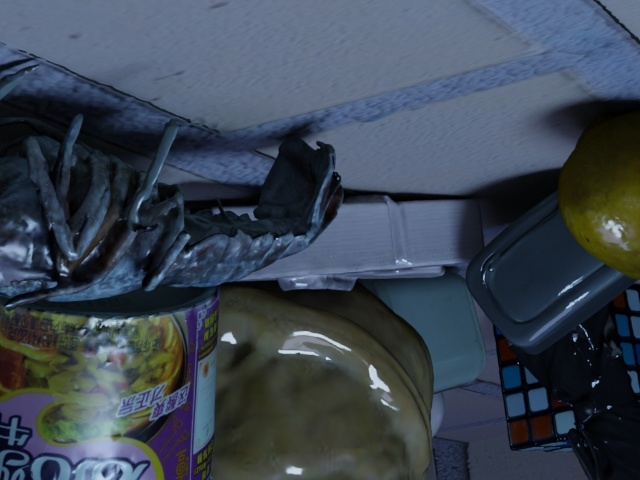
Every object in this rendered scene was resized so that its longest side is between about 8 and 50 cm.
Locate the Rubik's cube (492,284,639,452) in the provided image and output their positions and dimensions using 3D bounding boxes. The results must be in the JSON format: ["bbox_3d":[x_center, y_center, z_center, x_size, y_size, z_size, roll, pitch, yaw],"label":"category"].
[{"bbox_3d":[0.343,0.161,2.379,0.184,0.187,0.182,-21,161,38],"label":"Rubik's cube"}]

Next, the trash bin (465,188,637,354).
[{"bbox_3d":[0.232,0.026,1.808,0.177,0.101,0.236,-39,168,2],"label":"trash bin"}]

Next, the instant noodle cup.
[{"bbox_3d":[-0.217,0.131,1.522,0.340,0.265,0.340,11,-163,-3],"label":"instant noodle cup"}]

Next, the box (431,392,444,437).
[{"bbox_3d":[-0.025,0.244,2.638,0.349,0.141,0.289,3,162,-35],"label":"box"}]

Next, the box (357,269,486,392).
[{"bbox_3d":[0.032,0.127,2.135,0.182,0.175,0.312,-9,171,-38],"label":"box"}]

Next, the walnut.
[{"bbox_3d":[-0.073,0.174,1.839,0.381,0.381,0.381,-7,167,-2],"label":"walnut"}]

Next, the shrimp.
[{"bbox_3d":[-0.149,-0.027,1.382,0.411,0.166,0.221,12,-176,-43],"label":"shrimp"}]

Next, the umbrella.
[{"bbox_3d":[0.282,0.159,1.965,0.106,0.357,0.113,-12,167,-23],"label":"umbrella"}]

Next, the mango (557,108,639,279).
[{"bbox_3d":[0.288,-0.033,1.593,0.262,0.167,0.130,10,145,-44],"label":"mango"}]

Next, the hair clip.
[{"bbox_3d":[0.001,0.005,1.732,0.331,0.085,0.101,1,167,-38],"label":"hair clip"}]
